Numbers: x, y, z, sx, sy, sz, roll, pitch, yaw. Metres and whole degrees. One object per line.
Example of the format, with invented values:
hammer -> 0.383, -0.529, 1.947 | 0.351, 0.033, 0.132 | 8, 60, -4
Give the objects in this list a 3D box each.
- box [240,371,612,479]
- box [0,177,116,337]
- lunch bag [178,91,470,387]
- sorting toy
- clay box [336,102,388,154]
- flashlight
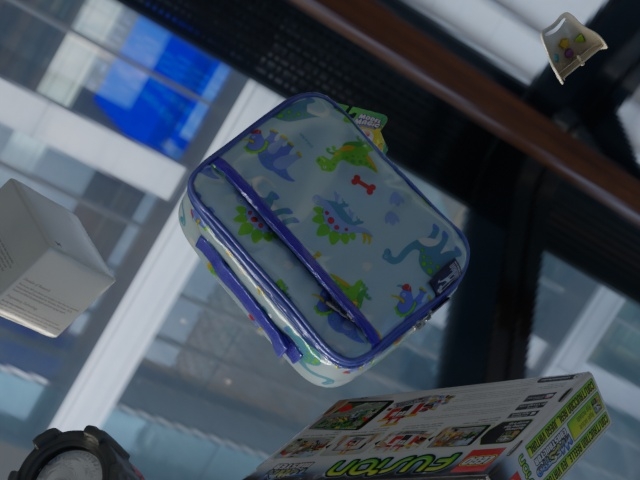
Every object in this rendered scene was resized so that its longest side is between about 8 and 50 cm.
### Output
box -> 0.055, 0.128, 0.701 | 0.114, 0.207, 0.036 | -33, -77, -42
box -> -0.269, 0.017, 1.108 | 0.101, 0.087, 0.102 | 53, -171, 34
lunch bag -> 0.000, 0.000, 0.973 | 0.219, 0.176, 0.090 | 50, 153, 9
sorting toy -> 0.342, -0.274, 1.643 | 0.075, 0.083, 0.045 | 52, 177, -24
clay box -> 0.004, -0.096, 1.704 | 0.128, 0.222, 0.053 | 19, 155, 29
flashlight -> -0.167, 0.266, 1.046 | 0.103, 0.103, 0.304 | 50, 170, 35
